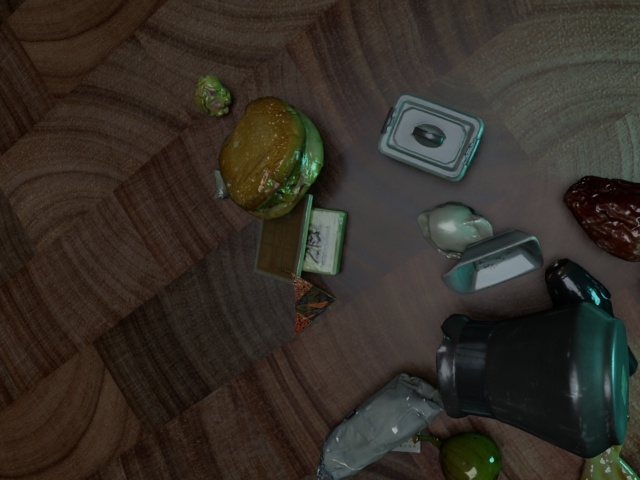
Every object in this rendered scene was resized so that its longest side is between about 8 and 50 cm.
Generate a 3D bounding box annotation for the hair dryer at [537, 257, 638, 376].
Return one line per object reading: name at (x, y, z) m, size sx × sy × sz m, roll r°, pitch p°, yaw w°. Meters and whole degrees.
hair dryer at (0.530, 0.233, 1.332) m, size 0.359 × 0.120 × 0.303 m, roll -30°, pitch 98°, yaw 25°

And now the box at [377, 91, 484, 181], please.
box at (0.267, -0.248, 1.353) m, size 0.227 × 0.130 × 0.162 m, roll 24°, pitch 99°, yaw 15°

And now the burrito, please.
burrito at (0.118, 0.492, 1.421) m, size 0.445 × 0.101 × 0.139 m, roll -44°, pitch 73°, yaw 23°

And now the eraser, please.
eraser at (0.000, 0.000, 1.476) m, size 0.117 × 0.058 × 0.172 m, roll 9°, pitch 94°, yaw 15°

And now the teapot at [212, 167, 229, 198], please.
teapot at (-0.268, -0.156, 1.554) m, size 0.067 × 0.057 × 0.083 m, roll 6°, pitch 100°, yaw -13°

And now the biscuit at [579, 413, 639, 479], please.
biscuit at (0.660, 0.508, 1.309) m, size 0.164 × 0.047 × 0.208 m, roll -14°, pitch 88°, yaw 17°

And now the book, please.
book at (-0.102, -0.014, 1.493) m, size 0.170 × 0.018 × 0.241 m, roll 14°, pitch 97°, yaw 41°

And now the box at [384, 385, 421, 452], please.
box at (0.212, 0.463, 1.448) m, size 0.090 × 0.024 × 0.167 m, roll -2°, pitch 91°, yaw 17°

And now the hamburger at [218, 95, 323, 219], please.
hamburger at (-0.137, -0.212, 1.428) m, size 0.290 × 0.170 × 0.314 m, roll -45°, pitch 52°, yaw 18°

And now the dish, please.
dish at (0.400, 0.047, 1.332) m, size 0.234 × 0.154 × 0.064 m, roll -23°, pitch 53°, yaw 14°

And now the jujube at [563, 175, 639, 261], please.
jujube at (0.664, -0.057, 1.242) m, size 0.236 × 0.168 × 0.168 m, roll 39°, pitch 102°, yaw 27°

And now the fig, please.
fig at (0.344, 0.540, 1.367) m, size 0.186 × 0.148 × 0.142 m, roll 11°, pitch 113°, yaw 53°

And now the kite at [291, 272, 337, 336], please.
kite at (-0.015, 0.166, 1.485) m, size 0.125 × 0.008 × 0.222 m, roll -9°, pitch 124°, yaw -12°

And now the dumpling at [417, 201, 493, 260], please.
dumpling at (0.328, -0.017, 1.369) m, size 0.176 × 0.092 × 0.150 m, roll -2°, pitch 108°, yaw 8°

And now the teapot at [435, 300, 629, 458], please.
teapot at (0.456, 0.299, 1.207) m, size 0.362 × 0.376 × 0.305 m, roll -1°, pitch 50°, yaw 35°

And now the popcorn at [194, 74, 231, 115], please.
popcorn at (-0.301, -0.396, 1.532) m, size 0.097 × 0.109 × 0.089 m, roll -40°, pitch 44°, yaw -20°
